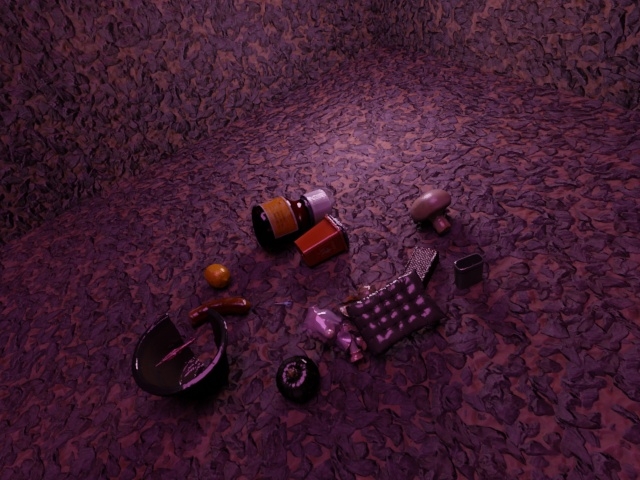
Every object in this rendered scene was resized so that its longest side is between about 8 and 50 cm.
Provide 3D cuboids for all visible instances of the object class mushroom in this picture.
[{"bbox_3d":[0.543,-0.148,1.992,0.209,0.206,0.206,31,59,14],"label":"mushroom"}]

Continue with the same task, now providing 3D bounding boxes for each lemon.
[{"bbox_3d":[-0.507,0.172,2.062,0.155,0.114,0.114,24,58,37],"label":"lemon"}]

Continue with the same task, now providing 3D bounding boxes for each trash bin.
[{"bbox_3d":[0.000,0.000,2.036,0.239,0.161,0.184,-31,45,-8],"label":"trash bin"},{"bbox_3d":[0.607,0.127,1.724,0.116,0.130,0.059,-21,44,-2],"label":"trash bin"}]

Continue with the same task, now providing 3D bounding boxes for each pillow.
[{"bbox_3d":[0.290,0.280,1.621,0.326,0.101,0.228,-26,71,-15],"label":"pillow"}]

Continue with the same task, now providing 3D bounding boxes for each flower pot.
[{"bbox_3d":[-0.508,0.482,1.652,0.380,0.251,0.379,-7,45,7],"label":"flower pot"}]

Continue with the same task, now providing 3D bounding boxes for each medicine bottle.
[{"bbox_3d":[-0.142,-0.121,2.163,0.395,0.242,0.242,-20,42,-22],"label":"medicine bottle"}]

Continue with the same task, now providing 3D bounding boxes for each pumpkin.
[{"bbox_3d":[-0.084,0.514,1.572,0.167,0.125,0.167,3,48,-4],"label":"pumpkin"}]

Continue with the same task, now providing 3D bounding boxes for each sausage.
[{"bbox_3d":[-0.466,0.317,1.929,0.302,0.076,0.102,-16,51,4],"label":"sausage"}]

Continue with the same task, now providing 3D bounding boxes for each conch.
[{"bbox_3d":[0.159,0.257,1.744,0.207,0.130,0.155,-11,15,33],"label":"conch"}]

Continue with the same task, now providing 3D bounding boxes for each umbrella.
[{"bbox_3d":[-0.526,0.409,1.539,0.165,0.025,0.027,-34,28,-20],"label":"umbrella"}]

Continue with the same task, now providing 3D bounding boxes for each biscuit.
[{"bbox_3d":[0.422,0.138,1.819,0.106,0.070,0.252,15,53,31],"label":"biscuit"}]

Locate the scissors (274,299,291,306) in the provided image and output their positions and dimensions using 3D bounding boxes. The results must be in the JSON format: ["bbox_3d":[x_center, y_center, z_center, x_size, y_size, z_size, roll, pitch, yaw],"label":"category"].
[{"bbox_3d":[-0.171,0.286,1.912,0.083,0.006,0.036,-5,47,14],"label":"scissors"}]

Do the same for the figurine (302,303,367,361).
[{"bbox_3d":[0.056,0.362,1.640,0.276,0.200,0.133,30,75,6],"label":"figurine"}]
